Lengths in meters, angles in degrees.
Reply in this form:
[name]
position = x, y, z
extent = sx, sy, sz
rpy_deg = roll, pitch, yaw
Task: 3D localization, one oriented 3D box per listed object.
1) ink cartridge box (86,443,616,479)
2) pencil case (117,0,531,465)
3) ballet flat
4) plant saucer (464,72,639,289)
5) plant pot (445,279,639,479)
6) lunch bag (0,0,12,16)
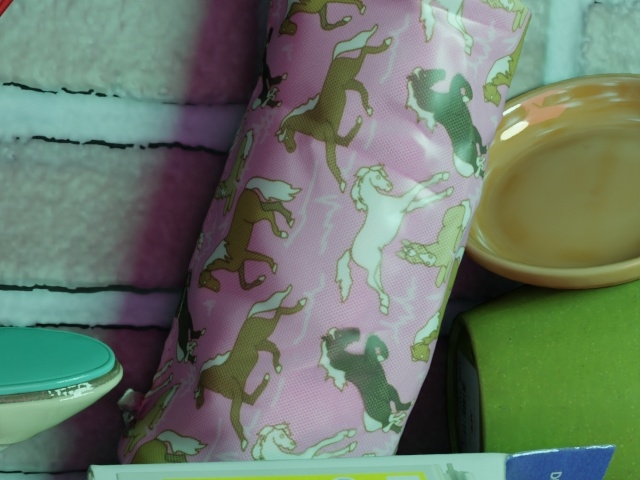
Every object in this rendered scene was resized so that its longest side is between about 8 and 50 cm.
[ink cartridge box]
position = 0.000, 0.246, 1.031
extent = 0.307, 0.072, 0.304
rpy_deg = 2, 130, -15
[pencil case]
position = 0.000, 0.000, 1.079
extent = 0.167, 0.160, 0.386
rpy_deg = 20, 89, -19
[ballet flat]
position = -0.244, 0.098, 1.047
extent = 0.248, 0.086, 0.086
rpy_deg = 2, 95, -20
[plant saucer]
position = 0.176, -0.034, 1.134
extent = 0.200, 0.200, 0.037
rpy_deg = -31, 130, -16
[plant pot]
position = 0.237, 0.109, 1.150
extent = 0.293, 0.275, 0.275
rpy_deg = -3, 97, -5
[lunch bag]
position = -0.298, -0.208, 0.956
extent = 0.293, 0.120, 0.258
rpy_deg = 36, 101, -20
